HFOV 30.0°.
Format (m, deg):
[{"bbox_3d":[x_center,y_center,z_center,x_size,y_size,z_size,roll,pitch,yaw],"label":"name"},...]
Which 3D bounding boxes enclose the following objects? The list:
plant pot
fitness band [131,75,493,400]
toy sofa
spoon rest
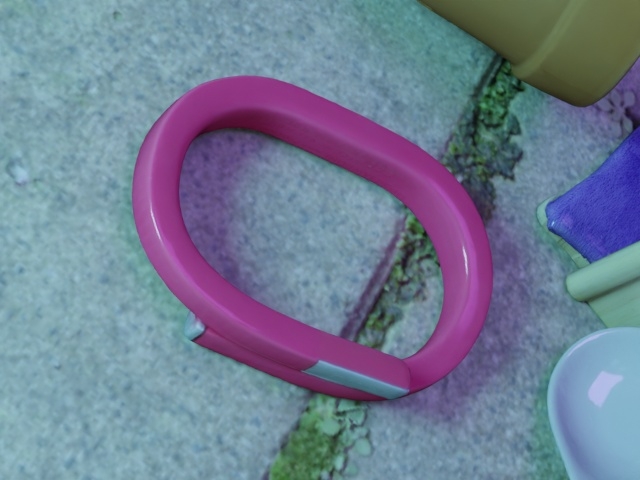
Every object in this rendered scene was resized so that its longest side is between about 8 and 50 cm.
[{"bbox_3d":[0.170,-0.275,0.950,0.203,0.291,0.291,19,61,-6],"label":"plant pot"},{"bbox_3d":[0.000,0.000,0.860,0.291,0.054,0.209,24,57,-23],"label":"fitness band"},{"bbox_3d":[0.364,-0.059,1.044,0.362,0.150,0.177,-39,95,-36],"label":"toy sofa"},{"bbox_3d":[0.224,0.183,0.887,0.137,0.084,0.276,11,61,13],"label":"spoon rest"}]
